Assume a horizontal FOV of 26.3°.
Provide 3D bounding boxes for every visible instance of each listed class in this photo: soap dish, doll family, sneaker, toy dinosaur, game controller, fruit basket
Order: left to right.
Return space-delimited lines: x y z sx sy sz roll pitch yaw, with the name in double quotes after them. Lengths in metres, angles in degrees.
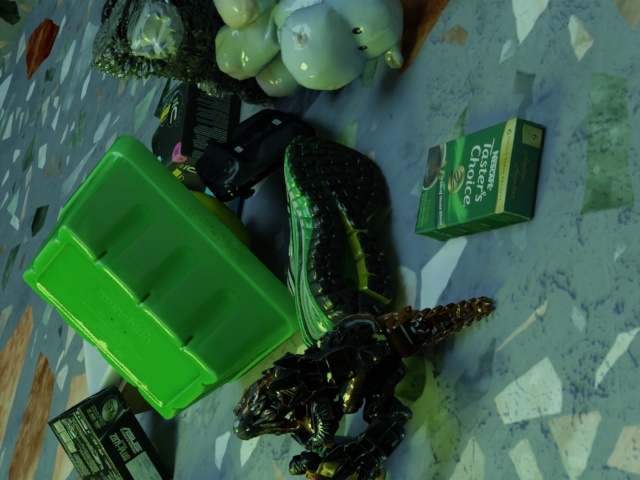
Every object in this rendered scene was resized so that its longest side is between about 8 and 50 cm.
-0.292 0.128 2.288 0.291 0.118 0.229 -58 29 28 "soap dish"
-0.193 0.026 1.965 0.283 0.392 0.392 -41 40 48 "fruit basket"
-0.100 -0.129 2.006 0.166 0.067 0.319 -28 14 -5 "game controller"
0.000 0.000 1.760 0.146 0.134 0.343 120 157 -43 "sneaker"
0.005 0.262 1.612 0.193 0.111 0.076 22 95 65 "doll family"
0.032 0.139 1.528 0.322 0.164 0.218 -51 5 20 "toy dinosaur"

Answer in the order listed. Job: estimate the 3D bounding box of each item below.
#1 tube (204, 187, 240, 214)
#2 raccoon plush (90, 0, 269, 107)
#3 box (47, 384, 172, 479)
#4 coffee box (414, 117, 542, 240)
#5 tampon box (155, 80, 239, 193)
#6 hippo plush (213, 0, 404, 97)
-0.166 -0.036 2.195 0.052 0.080 0.207 80 -158 -75 "tube"
-0.168 -0.273 2.042 0.216 0.299 0.446 -61 22 22 "raccoon plush"
-0.338 0.336 2.189 0.180 0.077 0.147 58 145 -1 "box"
0.177 -0.067 1.545 0.184 0.040 0.113 -13 63 62 "coffee box"
-0.211 -0.181 2.329 0.120 0.101 0.161 -34 46 54 "tampon box"
0.020 -0.287 1.875 0.294 0.234 0.236 -35 44 -14 "hippo plush"
